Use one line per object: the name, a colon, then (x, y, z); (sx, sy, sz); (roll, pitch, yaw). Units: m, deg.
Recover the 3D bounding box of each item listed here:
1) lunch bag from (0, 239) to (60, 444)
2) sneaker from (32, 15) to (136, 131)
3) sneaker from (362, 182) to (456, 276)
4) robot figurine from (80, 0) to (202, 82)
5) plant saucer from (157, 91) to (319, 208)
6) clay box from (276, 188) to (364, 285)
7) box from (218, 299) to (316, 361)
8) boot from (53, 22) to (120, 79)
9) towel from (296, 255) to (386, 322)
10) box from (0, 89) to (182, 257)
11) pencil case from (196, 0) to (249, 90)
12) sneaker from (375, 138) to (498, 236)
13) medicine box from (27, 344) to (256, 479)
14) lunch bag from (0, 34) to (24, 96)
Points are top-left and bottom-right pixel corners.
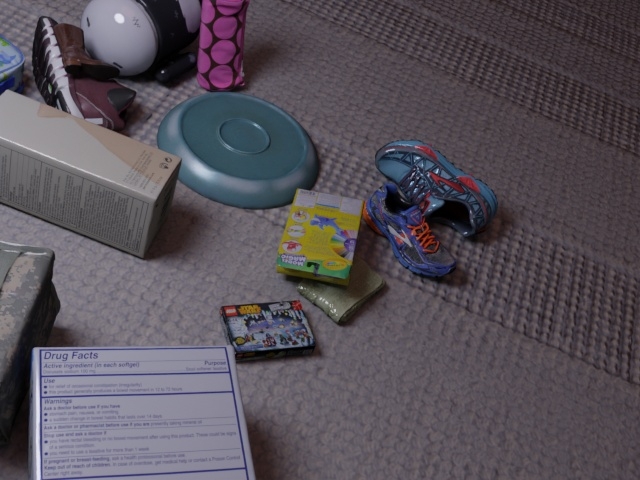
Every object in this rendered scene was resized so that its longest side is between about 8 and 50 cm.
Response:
lunch bag: (-0.520, 0.110, 1.172); (0.287, 0.168, 0.235); (11, 48, -2)
sneaker: (-0.436, -0.299, 1.659); (0.163, 0.106, 0.281); (-3, 58, -34)
sneaker: (0.164, -0.019, 1.625); (0.083, 0.087, 0.221); (-29, 63, -38)
robot figurine: (-0.350, -0.436, 1.765); (0.209, 0.173, 0.278); (25, 43, 18)
plant saucer: (-0.150, -0.187, 1.694); (0.318, 0.043, 0.317); (12, 45, -12)
clay box: (0.000, 0.000, 1.537); (0.128, 0.053, 0.222); (11, 39, 3)
box: (-0.085, 0.143, 1.411); (0.137, 0.027, 0.094); (-3, 48, -24)
boot: (-0.425, -0.347, 1.609); (0.107, 0.037, 0.114); (4, 50, -36)
towel: (0.037, 0.074, 1.527); (0.110, 0.027, 0.148); (37, 46, 16)
box: (-0.400, -0.108, 1.444); (0.311, 0.148, 0.121); (23, 43, -2)
pencil case: (-0.192, -0.406, 1.768); (0.098, 0.209, 0.095); (11, 38, 3)
sneaker: (0.215, -0.100, 1.713); (0.262, 0.104, 0.125); (29, 46, 7)
medicine box: (-0.232, 0.287, 1.125); (0.264, 0.149, 0.289); (2, 47, -20)
lunch bag: (-0.645, -0.295, 1.563); (0.176, 0.090, 0.219); (34, 45, 13)
